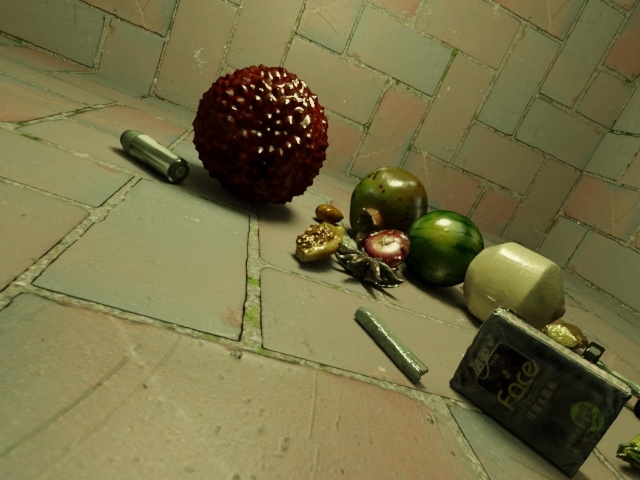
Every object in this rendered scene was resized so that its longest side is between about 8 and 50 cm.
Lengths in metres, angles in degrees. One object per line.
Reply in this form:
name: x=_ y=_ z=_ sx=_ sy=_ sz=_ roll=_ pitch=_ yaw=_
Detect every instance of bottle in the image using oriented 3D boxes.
bottle: x=-0.491 y=-0.249 z=1.286 sx=0.253 sy=0.079 sz=0.096 roll=32 pitch=-20 yaw=23

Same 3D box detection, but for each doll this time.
doll: x=0.071 y=0.003 z=1.304 sx=0.113 sy=0.071 sz=0.135 roll=36 pitch=14 yaw=11

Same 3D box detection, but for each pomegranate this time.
pomegranate: x=0.200 y=-0.101 z=1.496 sx=0.323 sy=0.291 sz=0.291 roll=-24 pitch=42 yaw=-28

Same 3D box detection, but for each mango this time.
mango: x=0.031 y=-0.092 z=1.539 sx=0.077 sy=0.063 sz=0.127 roll=31 pitch=12 yaw=40

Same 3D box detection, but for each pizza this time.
pizza: x=-0.001 y=-0.003 z=1.147 sx=0.127 sy=0.058 sz=0.246 roll=5 pitch=17 yaw=24

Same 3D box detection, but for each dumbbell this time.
dumbbell: x=0.750 y=0.350 z=1.093 sx=0.191 sy=0.100 sz=0.100 roll=35 pitch=20 yaw=35

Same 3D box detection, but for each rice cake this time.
rice cake: x=0.132 y=0.194 z=0.838 sx=0.033 sy=0.033 sz=0.207 roll=13 pitch=20 yaw=-36

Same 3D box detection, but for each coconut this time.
coconut: x=0.537 y=0.145 z=1.191 sx=0.245 sy=0.245 sz=0.247 roll=9 pitch=23 yaw=-42

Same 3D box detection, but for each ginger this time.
ginger: x=0.754 y=0.291 z=1.342 sx=0.137 sy=0.074 sz=0.213 roll=34 pitch=13 yaw=32

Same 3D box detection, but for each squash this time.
squash: x=0.634 y=0.398 z=0.830 sx=0.224 sy=0.094 sz=0.094 roll=7 pitch=23 yaw=-30

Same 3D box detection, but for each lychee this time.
lychee: x=-0.192 y=-0.348 z=1.373 sx=0.424 sy=0.424 sz=0.500 roll=-1 pitch=57 yaw=-55

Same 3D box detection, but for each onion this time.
onion: x=0.202 y=0.048 z=1.298 sx=0.150 sy=0.140 sz=0.150 roll=-13 pitch=37 yaw=10

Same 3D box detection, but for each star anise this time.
star anise: x=0.119 y=0.072 z=1.142 sx=0.204 sy=0.061 sz=0.180 roll=25 pitch=11 yaw=6

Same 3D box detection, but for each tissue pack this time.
tissue pack: x=0.366 y=0.248 z=0.747 sx=0.235 sy=0.173 sz=0.073 roll=35 pitch=19 yaw=32

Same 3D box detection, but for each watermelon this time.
watermelon: x=0.376 y=0.026 z=1.340 sx=0.242 sy=0.242 sz=0.242 roll=22 pitch=16 yaw=-7
